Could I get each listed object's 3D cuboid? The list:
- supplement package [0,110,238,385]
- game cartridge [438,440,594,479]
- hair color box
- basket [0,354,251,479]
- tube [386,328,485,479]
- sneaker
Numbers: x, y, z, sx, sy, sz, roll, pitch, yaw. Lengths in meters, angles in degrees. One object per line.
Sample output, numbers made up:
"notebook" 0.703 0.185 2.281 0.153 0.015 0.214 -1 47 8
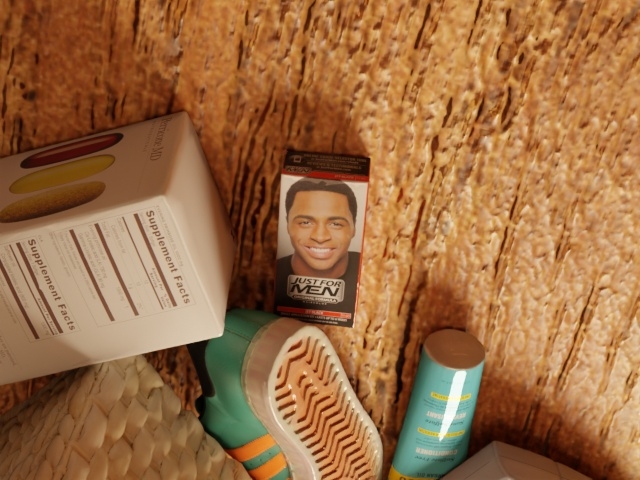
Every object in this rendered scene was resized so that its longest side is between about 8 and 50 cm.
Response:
"supplement package" -0.203 0.011 1.157 0.244 0.139 0.134 -14 121 11
"game cartridge" 0.208 0.303 1.343 0.294 0.060 0.196 36 114 -25
"hair color box" 0.000 0.000 1.192 0.072 0.043 0.141 5 122 2
"basket" -0.178 0.313 1.142 0.266 0.331 0.328 -36 106 18
"tube" 0.101 0.171 1.293 0.080 0.052 0.207 6 127 -2
"sneaker" -0.033 0.161 1.271 0.121 0.108 0.302 20 144 34
